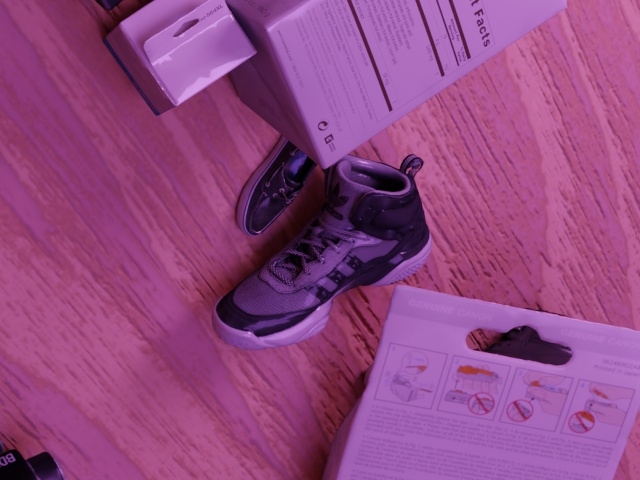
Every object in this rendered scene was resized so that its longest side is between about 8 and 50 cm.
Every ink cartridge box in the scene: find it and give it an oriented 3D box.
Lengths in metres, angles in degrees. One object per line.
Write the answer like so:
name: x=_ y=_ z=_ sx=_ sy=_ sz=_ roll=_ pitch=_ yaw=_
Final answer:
ink cartridge box: x=0.176 y=0.224 z=2.010 sx=0.308 sy=0.091 sz=0.385 roll=11 pitch=116 yaw=-8
ink cartridge box: x=-0.127 y=-0.176 z=1.605 sx=0.092 sy=0.143 sz=0.090 roll=-36 pitch=98 yaw=-10

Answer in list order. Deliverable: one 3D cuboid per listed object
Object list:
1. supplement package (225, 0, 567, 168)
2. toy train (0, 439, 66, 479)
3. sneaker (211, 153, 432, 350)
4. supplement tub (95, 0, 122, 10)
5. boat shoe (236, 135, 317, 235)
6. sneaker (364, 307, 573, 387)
supplement package: x=0.052 y=-0.241 z=1.679 sx=0.293 sy=0.177 sz=0.175 roll=-35 pitch=130 yaw=-13
toy train: x=-0.400 y=0.319 z=1.749 sx=0.334 sy=0.142 sz=0.190 roll=-23 pitch=140 yaw=-23
sneaker: x=0.000 y=0.000 z=1.831 sx=0.268 sy=0.101 sz=0.153 roll=-27 pitch=139 yaw=-25
supplement tub: x=-0.133 y=-0.290 z=1.574 sx=0.198 sy=0.106 sz=0.106 roll=-41 pitch=132 yaw=-7
boat shoe: x=-0.037 y=-0.063 z=1.819 sx=0.049 sy=0.040 sz=0.142 roll=22 pitch=103 yaw=-41
sneaker: x=0.197 y=0.147 z=2.075 sx=0.295 sy=0.147 sz=0.104 roll=8 pitch=136 yaw=-5
